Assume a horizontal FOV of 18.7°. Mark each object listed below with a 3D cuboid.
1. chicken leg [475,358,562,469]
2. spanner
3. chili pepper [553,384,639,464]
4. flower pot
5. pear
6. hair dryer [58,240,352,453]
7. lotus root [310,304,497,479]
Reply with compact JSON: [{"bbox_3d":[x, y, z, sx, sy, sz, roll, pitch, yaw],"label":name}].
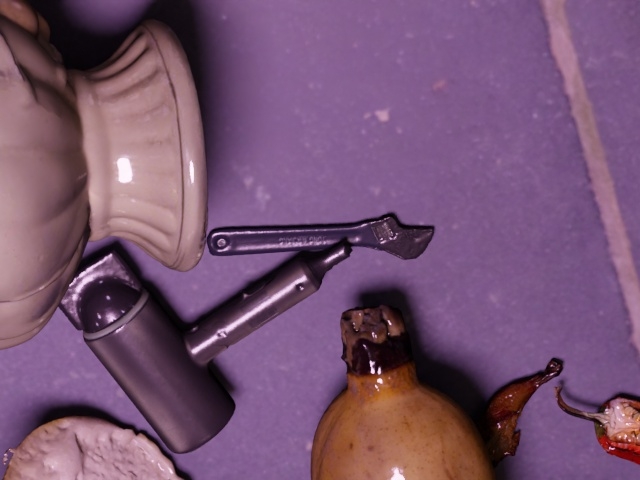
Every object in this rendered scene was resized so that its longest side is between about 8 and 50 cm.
[{"bbox_3d":[0.179,0.172,1.855,0.062,0.037,0.145,14,114,-35],"label":"chicken leg"},{"bbox_3d":[0.000,0.000,1.776,0.208,0.012,0.046,-3,115,-4],"label":"spanner"},{"bbox_3d":[0.337,0.200,1.877,0.268,0.059,0.050,21,148,-17],"label":"chili pepper"},{"bbox_3d":[-0.234,-0.070,1.591,0.244,0.307,0.307,-7,115,-19],"label":"flower pot"},{"bbox_3d":[-0.236,0.310,1.785,0.267,0.267,0.178,38,128,-19],"label":"pear"},{"bbox_3d":[-0.090,0.052,1.765,0.248,0.078,0.195,-33,112,3],"label":"hair dryer"},{"bbox_3d":[0.073,0.207,1.783,0.183,0.183,0.310,-10,111,-1],"label":"lotus root"}]
